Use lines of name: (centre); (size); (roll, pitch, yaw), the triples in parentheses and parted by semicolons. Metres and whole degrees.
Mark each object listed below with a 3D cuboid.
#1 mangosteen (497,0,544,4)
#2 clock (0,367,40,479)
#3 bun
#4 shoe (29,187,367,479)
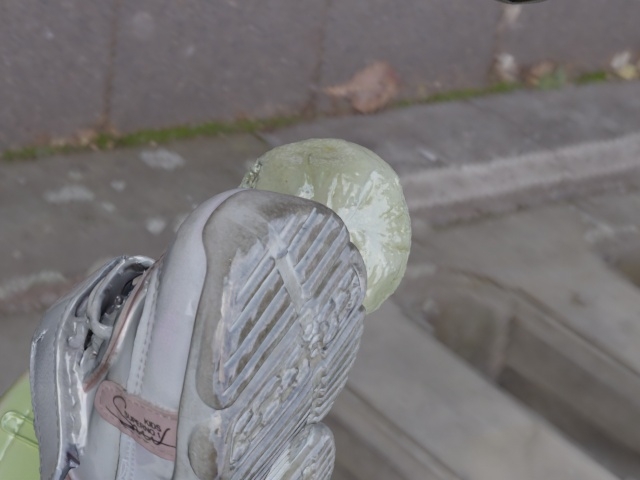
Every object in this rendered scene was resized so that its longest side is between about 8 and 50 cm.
mangosteen: (0.172, -0.276, 1.544); (0.137, 0.137, 0.151); (-49, 127, -5)
clock: (-0.224, 0.242, 1.480); (0.235, 0.096, 0.308); (-63, 165, -16)
bun: (0.000, 0.000, 2.028); (0.220, 0.134, 0.221); (-2, 107, -6)
shoe: (-0.101, 0.093, 1.169); (0.172, 0.198, 0.351); (-47, 156, -41)
